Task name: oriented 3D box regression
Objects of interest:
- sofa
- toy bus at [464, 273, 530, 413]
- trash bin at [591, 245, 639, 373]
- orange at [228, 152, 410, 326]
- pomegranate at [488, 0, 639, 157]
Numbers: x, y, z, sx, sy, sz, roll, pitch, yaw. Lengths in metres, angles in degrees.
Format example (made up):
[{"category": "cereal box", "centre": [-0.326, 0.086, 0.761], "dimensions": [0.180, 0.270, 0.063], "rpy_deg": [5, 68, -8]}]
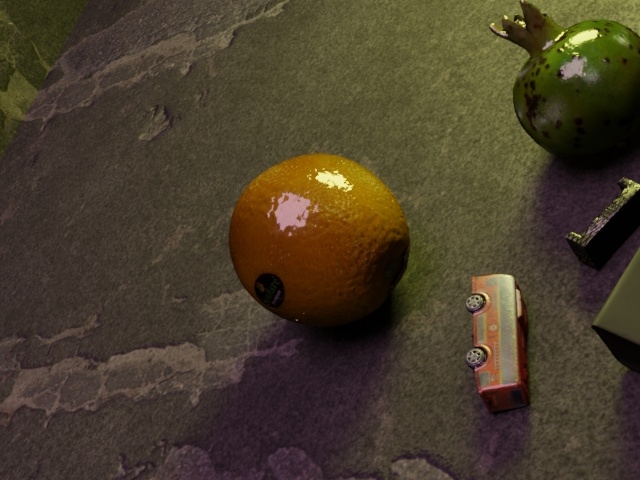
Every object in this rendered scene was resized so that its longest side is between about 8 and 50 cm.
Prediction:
[{"category": "sofa", "centre": [0.386, -0.023, 1.276], "dimensions": [0.118, 0.060, 0.039], "rpy_deg": [-47, 41, -5]}, {"category": "toy bus", "centre": [0.235, 0.131, 1.265], "dimensions": [0.077, 0.065, 0.192], "rpy_deg": [-11, 47, 20]}, {"category": "trash bin", "centre": [0.451, 0.051, 1.102], "dimensions": [0.164, 0.122, 0.240], "rpy_deg": [24, 74, 50]}, {"category": "orange", "centre": [0.000, 0.000, 1.437], "dimensions": [0.274, 0.274, 0.274], "rpy_deg": [-24, 41, 23]}, {"category": "pomegranate", "centre": [0.359, -0.237, 1.362], "dimensions": [0.211, 0.263, 0.211], "rpy_deg": [-39, 8, 7]}]
